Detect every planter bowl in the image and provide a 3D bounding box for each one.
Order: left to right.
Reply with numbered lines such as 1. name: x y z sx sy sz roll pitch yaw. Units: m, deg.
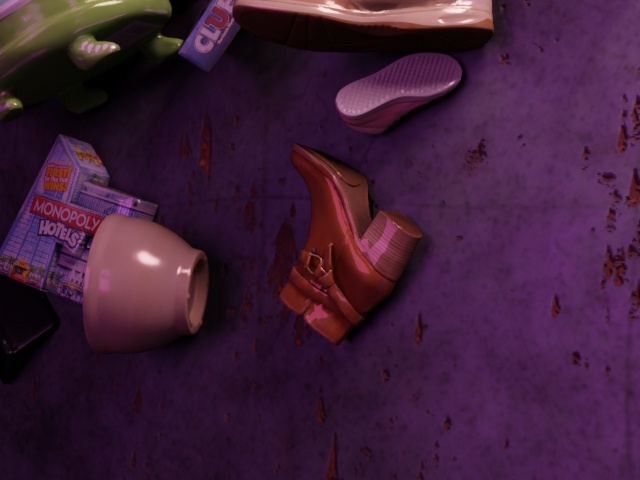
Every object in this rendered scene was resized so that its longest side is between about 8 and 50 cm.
1. planter bowl: -0.189 0.053 1.218 0.109 0.162 0.162 5 84 8

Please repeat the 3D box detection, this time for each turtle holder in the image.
1. turtle holder: -0.342 -0.271 1.302 0.320 0.243 0.227 -26 92 44

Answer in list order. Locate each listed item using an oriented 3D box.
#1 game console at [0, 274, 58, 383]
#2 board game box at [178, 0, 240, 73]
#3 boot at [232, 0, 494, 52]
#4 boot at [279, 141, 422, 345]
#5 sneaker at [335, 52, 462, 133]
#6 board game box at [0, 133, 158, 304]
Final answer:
1. game console: -0.408 0.109 1.430 0.122 0.071 0.107 52 140 30
2. board game box: -0.070 -0.310 1.193 0.243 0.042 0.165 -53 14 15
3. boot: 0.045 -0.300 1.091 0.262 0.095 0.203 1 81 1
4. boot: 0.000 0.000 1.139 0.197 0.073 0.152 47 112 33
5. sneaker: 0.081 -0.152 1.126 0.134 0.070 0.051 -20 74 -1
6. board game box: -0.304 -0.027 1.349 0.194 0.060 0.194 16 89 34
